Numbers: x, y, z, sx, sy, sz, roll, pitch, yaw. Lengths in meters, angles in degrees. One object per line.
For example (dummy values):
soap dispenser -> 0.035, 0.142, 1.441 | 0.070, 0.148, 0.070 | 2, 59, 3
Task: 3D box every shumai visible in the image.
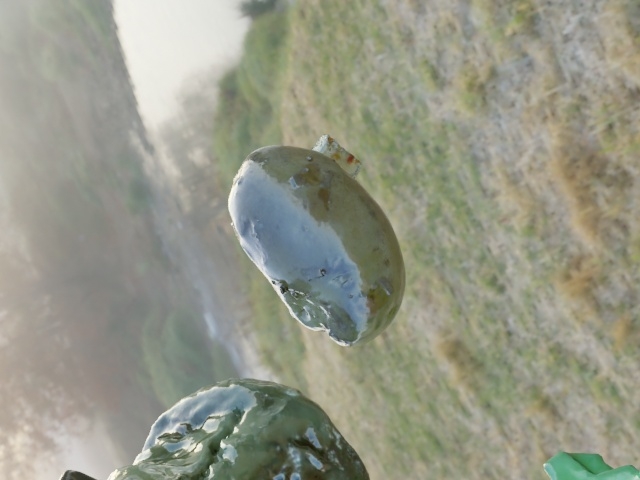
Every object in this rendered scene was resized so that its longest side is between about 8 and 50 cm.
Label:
shumai -> -0.131, 0.360, 1.271 | 0.323, 0.324, 0.398 | 11, -109, -65

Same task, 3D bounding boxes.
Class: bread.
bread -> -0.013, -0.058, 1.442 | 0.068, 0.154, 0.028 | 36, -177, -25

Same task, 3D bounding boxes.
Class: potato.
potato -> 0.000, 0.000, 1.305 | 0.262, 0.165, 0.165 | 58, 164, 2

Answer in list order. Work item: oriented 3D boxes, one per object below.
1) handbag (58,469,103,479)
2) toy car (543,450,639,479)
handbag -> -0.345, 0.490, 1.785 | 0.254, 0.181, 0.181 | 31, -168, -10
toy car -> 0.349, 0.286, 0.846 | 0.359, 0.176, 0.213 | 55, 173, 38
